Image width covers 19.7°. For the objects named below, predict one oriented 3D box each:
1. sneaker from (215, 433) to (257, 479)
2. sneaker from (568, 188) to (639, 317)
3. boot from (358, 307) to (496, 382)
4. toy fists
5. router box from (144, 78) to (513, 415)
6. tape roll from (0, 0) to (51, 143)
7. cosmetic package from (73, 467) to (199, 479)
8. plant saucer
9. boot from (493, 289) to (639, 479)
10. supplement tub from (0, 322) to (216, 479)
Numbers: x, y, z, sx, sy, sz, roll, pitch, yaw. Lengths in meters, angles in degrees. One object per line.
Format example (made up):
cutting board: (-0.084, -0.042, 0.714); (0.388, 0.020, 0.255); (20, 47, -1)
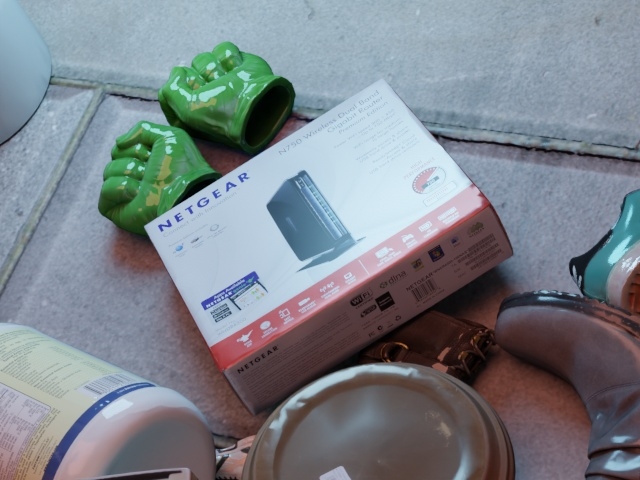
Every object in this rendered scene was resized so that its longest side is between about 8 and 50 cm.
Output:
sneaker: (-0.101, 0.247, 1.982); (0.109, 0.040, 0.044); (-24, 61, 10)
sneaker: (0.388, -0.034, 1.937); (0.302, 0.108, 0.121); (-36, 34, -18)
boot: (0.113, 0.177, 1.915); (0.263, 0.091, 0.229); (26, 66, 31)
toy fists: (-0.162, -0.124, 2.231); (0.142, 0.096, 0.279); (24, 70, 34)
router box: (0.000, 0.000, 2.047); (0.335, 0.082, 0.301); (-32, 39, -2)
tape roll: (-0.495, -0.245, 2.401); (0.246, 0.169, 0.246); (-11, 54, 16)
cosmetic package: (-0.141, 0.345, 1.766); (0.153, 0.296, 0.129); (-9, 53, 15)
plant saucer: (0.053, 0.225, 1.816); (0.278, 0.041, 0.278); (-7, 48, 8)
boot: (0.285, 0.188, 1.826); (0.338, 0.118, 0.222); (16, 69, 35)
supplement tub: (-0.298, 0.224, 1.946); (0.325, 0.235, 0.235); (19, 66, 35)
